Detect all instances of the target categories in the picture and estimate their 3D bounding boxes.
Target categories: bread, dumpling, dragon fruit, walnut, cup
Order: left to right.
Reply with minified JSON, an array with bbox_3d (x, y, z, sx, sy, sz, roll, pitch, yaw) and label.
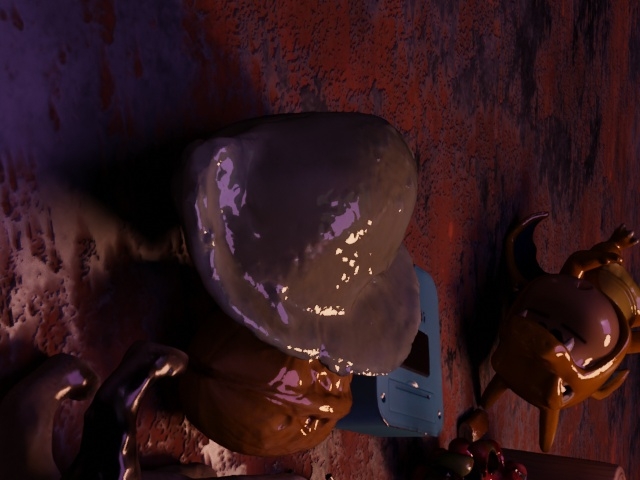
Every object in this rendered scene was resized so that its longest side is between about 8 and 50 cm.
[{"bbox_3d":[-0.049,0.140,0.840,0.206,0.159,0.159,23,76,-47],"label":"walnut"},{"bbox_3d":[-0.007,-0.027,0.768,0.320,0.270,0.212,-18,140,-33],"label":"dumpling"},{"bbox_3d":[0.240,0.412,1.333,0.198,0.218,0.273,-127,-156,-70],"label":"dragon fruit"},{"bbox_3d":[0.283,0.342,1.512,0.083,0.036,0.047,-17,106,-58],"label":"bread"},{"bbox_3d":[0.426,0.523,1.550,0.208,0.273,0.288,-61,140,-42],"label":"cup"}]

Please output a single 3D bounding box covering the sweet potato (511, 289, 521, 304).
[{"bbox_3d":[0.434,0.204,1.706,0.081,0.062,0.233,-30,117,-47],"label":"sweet potato"}]

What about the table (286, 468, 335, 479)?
[{"bbox_3d":[-0.025,0.384,0.970,0.111,0.121,0.240,52,50,-25],"label":"table"}]

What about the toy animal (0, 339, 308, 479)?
[{"bbox_3d":[-0.165,0.278,0.665,0.344,0.194,0.303,54,45,-43],"label":"toy animal"}]

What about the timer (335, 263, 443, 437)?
[{"bbox_3d":[0.095,0.148,1.175,0.232,0.091,0.250,30,58,-54],"label":"timer"}]

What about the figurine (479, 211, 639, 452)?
[{"bbox_3d":[0.485,0.177,1.538,0.387,0.268,0.401,-38,110,-29],"label":"figurine"}]
